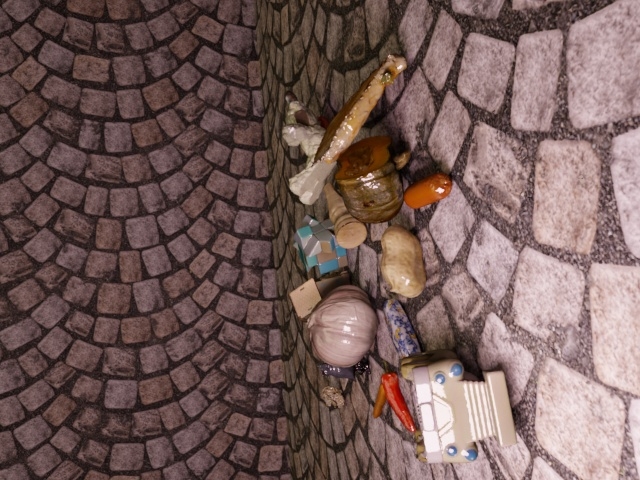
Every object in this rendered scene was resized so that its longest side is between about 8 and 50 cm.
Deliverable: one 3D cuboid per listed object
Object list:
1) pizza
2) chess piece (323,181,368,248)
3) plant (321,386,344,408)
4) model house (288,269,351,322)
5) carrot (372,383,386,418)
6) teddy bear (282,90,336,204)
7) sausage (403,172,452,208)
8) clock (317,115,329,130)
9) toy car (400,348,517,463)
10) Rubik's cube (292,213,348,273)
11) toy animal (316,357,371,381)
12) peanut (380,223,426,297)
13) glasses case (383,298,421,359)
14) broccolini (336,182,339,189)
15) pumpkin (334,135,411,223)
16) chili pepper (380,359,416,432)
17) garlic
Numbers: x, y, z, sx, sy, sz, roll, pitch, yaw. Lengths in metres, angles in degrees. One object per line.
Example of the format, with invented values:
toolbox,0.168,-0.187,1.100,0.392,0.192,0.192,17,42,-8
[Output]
pizza,0.134,-0.435,1.577,0.392,0.080,0.434,-48,15,33
chess piece,0.085,-0.113,1.977,0.300,0.138,0.137,-109,22,-45
plant,0.050,0.758,2.351,0.121,0.105,0.116,-65,28,22
model house,-0.016,0.253,2.194,0.169,0.245,0.326,66,158,17
carrot,0.226,0.600,1.861,0.043,0.043,0.247,-112,21,-45
teddy bear,-0.101,-0.402,2.117,0.362,0.375,0.327,33,178,22
sausage,0.294,-0.137,1.363,0.197,0.077,0.076,156,108,-72
clock,0.003,-0.464,2.278,0.205,0.052,0.205,176,90,-72
toy car,0.328,0.395,1.235,0.336,0.227,0.241,38,-137,-77
Rubik's cube,0.000,0.000,2.145,0.265,0.225,0.212,-124,18,-54
toy animal,0.086,0.520,1.999,0.121,0.210,0.117,-123,30,-57
peanut,0.244,0.063,1.496,0.129,0.129,0.224,134,131,-68
glasses case,0.263,0.302,1.605,0.086,0.065,0.247,99,157,-45
broccolini,0.116,-0.205,1.962,0.201,0.058,0.073,-122,25,-59
pumpkin,0.181,-0.177,1.527,0.232,0.242,0.324,61,-159,-26
chili pepper,0.258,0.533,1.705,0.071,0.064,0.272,87,166,-54
garlic,0.076,0.331,1.871,0.317,0.260,0.317,-161,90,-84
